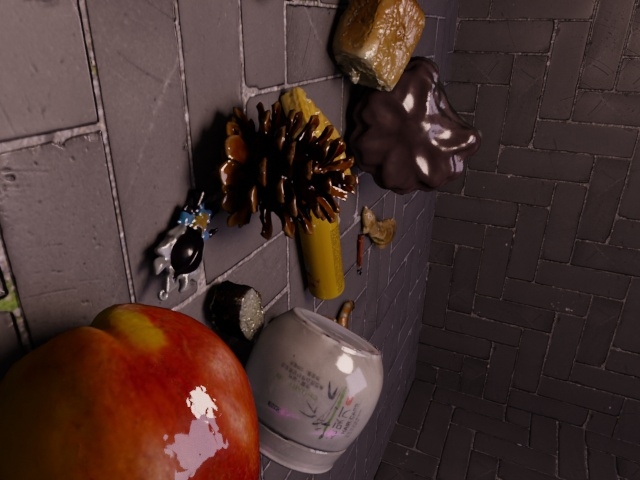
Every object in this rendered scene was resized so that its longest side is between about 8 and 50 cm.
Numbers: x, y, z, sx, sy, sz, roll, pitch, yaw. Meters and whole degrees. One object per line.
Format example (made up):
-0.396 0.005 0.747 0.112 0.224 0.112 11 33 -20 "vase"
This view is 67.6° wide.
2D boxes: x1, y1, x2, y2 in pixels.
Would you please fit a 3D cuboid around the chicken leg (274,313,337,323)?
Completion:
-0.039 0.291 1.249 0.409 0.182 0.295 -49 128 -57 "chicken leg"

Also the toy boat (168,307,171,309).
-0.258 0.271 0.808 0.210 0.070 0.291 -63 150 -44 "toy boat"

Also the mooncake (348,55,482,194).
0.265 -0.318 1.397 0.350 0.381 0.212 -44 -172 23 "mooncake"

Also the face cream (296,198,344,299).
0.000 0.000 1.246 0.105 0.105 0.348 -57 150 -43 "face cream"

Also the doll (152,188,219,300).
-0.217 0.009 0.770 0.096 0.070 0.195 50 45 -44 "doll"

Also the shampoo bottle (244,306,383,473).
-0.024 0.297 0.971 0.266 0.273 0.273 -65 158 0 "shampoo bottle"

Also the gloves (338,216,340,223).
0.037 -0.060 1.408 0.044 0.037 0.081 58 40 -8 "gloves"

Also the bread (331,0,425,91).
0.129 -0.513 1.221 0.195 0.176 0.246 25 91 -50 "bread"

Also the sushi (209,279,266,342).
-0.164 0.142 0.947 0.150 0.078 0.090 79 30 -55 "sushi"

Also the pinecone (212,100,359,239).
-0.059 -0.116 0.861 0.264 0.264 0.264 11 90 -68 "pinecone"

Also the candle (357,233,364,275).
0.143 0.053 1.736 0.026 0.021 0.167 -21 125 -34 "candle"

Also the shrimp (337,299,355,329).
0.088 0.292 1.697 0.166 0.049 0.161 -50 144 -64 "shrimp"

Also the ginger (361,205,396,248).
0.220 -0.053 1.798 0.131 0.086 0.294 -55 151 0 "ginger"

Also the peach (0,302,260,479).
-0.215 0.244 0.566 0.308 0.308 0.332 -15 83 -66 "peach"

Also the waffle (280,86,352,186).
-0.002 -0.221 1.106 0.274 0.057 0.168 24 49 -68 "waffle"
